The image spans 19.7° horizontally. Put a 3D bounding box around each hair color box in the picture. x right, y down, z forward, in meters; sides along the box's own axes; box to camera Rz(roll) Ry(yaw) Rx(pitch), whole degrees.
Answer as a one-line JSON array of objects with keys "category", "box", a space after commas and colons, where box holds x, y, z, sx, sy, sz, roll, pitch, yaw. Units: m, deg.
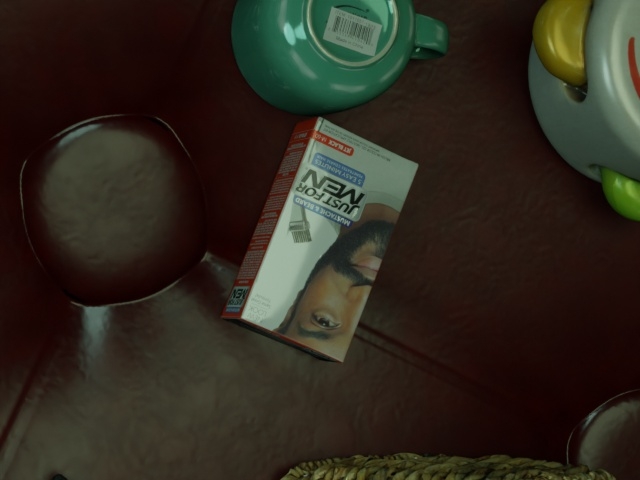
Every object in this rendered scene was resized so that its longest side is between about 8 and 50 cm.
[{"category": "hair color box", "box": [0.000, 0.000, 1.422, 0.093, 0.053, 0.167, 24, 81, -19]}]

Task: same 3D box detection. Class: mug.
[{"category": "mug", "box": [0.018, -0.169, 1.412, 0.157, 0.097, 0.129, -31, 98, -18]}]

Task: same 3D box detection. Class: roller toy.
[{"category": "roller toy", "box": [0.276, -0.141, 1.481, 0.191, 0.146, 0.209, -40, 100, -18]}]

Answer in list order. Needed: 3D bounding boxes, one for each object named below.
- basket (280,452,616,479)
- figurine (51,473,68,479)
[{"category": "basket", "box": [0.106, 0.315, 1.426, 0.213, 0.223, 0.299, 2, 86, -53]}, {"category": "figurine", "box": [-0.248, 0.247, 1.309, 0.214, 0.092, 0.209, 23, 72, -17]}]
